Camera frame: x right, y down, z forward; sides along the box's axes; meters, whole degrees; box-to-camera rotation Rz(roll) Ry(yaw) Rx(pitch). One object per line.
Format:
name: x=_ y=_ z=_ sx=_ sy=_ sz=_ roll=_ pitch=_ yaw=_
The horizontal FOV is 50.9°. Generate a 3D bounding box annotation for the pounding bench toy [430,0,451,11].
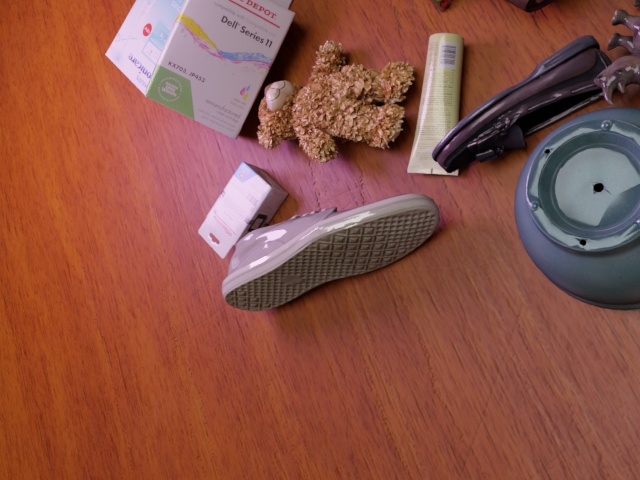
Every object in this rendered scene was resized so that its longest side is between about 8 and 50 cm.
pounding bench toy: x=0.201 y=-0.455 z=1.191 sx=0.052 sy=0.083 sz=0.065 roll=-47 pitch=59 yaw=18

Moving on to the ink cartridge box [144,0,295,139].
ink cartridge box: x=-0.192 y=-0.411 z=1.364 sx=0.353 sy=0.207 sz=0.119 roll=-64 pitch=17 yaw=8

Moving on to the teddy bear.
teddy bear: x=0.016 y=-0.258 z=1.266 sx=0.338 sy=0.113 sz=0.245 roll=25 pitch=93 yaw=34

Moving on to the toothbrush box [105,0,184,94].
toothbrush box: x=-0.325 y=-0.476 z=1.527 sx=0.216 sy=0.126 sz=0.295 roll=46 pitch=108 yaw=31

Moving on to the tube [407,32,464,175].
tube: x=0.206 y=-0.234 z=1.168 sx=0.070 sy=0.062 sz=0.240 roll=-175 pitch=91 yaw=-69

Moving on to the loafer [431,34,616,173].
loafer: x=0.317 y=-0.192 z=1.053 sx=0.303 sy=0.109 sz=0.095 roll=-37 pitch=72 yaw=18

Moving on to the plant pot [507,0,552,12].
plant pot: x=0.304 y=-0.488 z=1.071 sx=0.215 sy=0.215 sz=0.230 roll=-37 pitch=77 yaw=24

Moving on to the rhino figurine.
rhino figurine: x=0.469 y=-0.291 z=0.957 sx=0.106 sy=0.073 sz=0.243 roll=26 pitch=78 yaw=32

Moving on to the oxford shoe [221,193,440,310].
oxford shoe: x=0.000 y=0.000 z=1.210 sx=0.450 sy=0.169 sz=0.130 roll=-24 pitch=50 yaw=30

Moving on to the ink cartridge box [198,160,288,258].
ink cartridge box: x=-0.161 y=-0.057 z=1.378 sx=0.104 sy=0.060 sz=0.180 roll=43 pitch=106 yaw=31

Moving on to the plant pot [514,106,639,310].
plant pot: x=0.395 y=-0.058 z=0.920 sx=0.293 sy=0.196 sz=0.292 roll=-7 pitch=77 yaw=33
